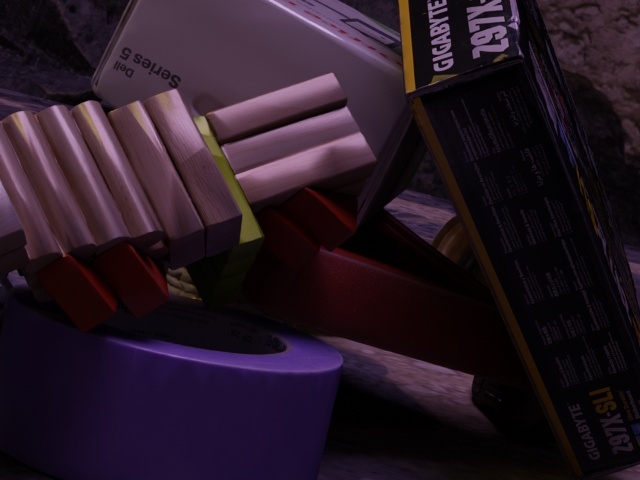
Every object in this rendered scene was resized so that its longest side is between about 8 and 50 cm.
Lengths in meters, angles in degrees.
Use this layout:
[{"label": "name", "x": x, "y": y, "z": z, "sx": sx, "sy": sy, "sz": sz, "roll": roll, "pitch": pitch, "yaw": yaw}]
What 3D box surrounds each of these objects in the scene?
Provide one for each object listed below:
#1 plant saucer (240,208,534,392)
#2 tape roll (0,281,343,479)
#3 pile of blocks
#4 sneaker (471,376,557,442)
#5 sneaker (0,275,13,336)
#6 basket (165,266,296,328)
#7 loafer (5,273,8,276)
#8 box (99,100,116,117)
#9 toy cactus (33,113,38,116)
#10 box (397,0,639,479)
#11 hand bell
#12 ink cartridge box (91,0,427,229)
[{"label": "plant saucer", "x": 0.000, "y": 0.000, "z": 1.239, "sx": 0.258, "sy": 0.048, "sz": 0.259, "roll": 19, "pitch": 13, "yaw": -40}, {"label": "tape roll", "x": -0.087, "y": 0.083, "z": 1.011, "sx": 0.189, "sy": 0.080, "sz": 0.189, "roll": 13, "pitch": 7, "yaw": -2}, {"label": "pile of blocks", "x": -0.109, "y": 0.002, "z": 0.976, "sx": 0.362, "sy": 0.149, "sz": 0.113, "roll": -7, "pitch": 62, "yaw": -45}, {"label": "sneaker", "x": 0.163, "y": 0.114, "z": 1.363, "sx": 0.071, "sy": 0.066, "sz": 0.188, "roll": 29, "pitch": 10, "yaw": -8}, {"label": "sneaker", "x": -0.282, "y": 0.015, "z": 1.128, "sx": 0.283, "sy": 0.107, "sz": 0.124, "roll": 16, "pitch": 1, "yaw": 26}, {"label": "basket", "x": -0.094, "y": 0.017, "z": 1.442, "sx": 0.113, "sy": 0.103, "sz": 0.167, "roll": 8, "pitch": 9, "yaw": -41}, {"label": "loafer", "x": -0.285, "y": -0.034, "z": 1.347, "sx": 0.109, "sy": 0.095, "sz": 0.302, "roll": 22, "pitch": -3, "yaw": 10}, {"label": "box", "x": -0.072, "y": -0.031, "z": 1.570, "sx": 0.232, "sy": 0.183, "sz": 0.059, "roll": 16, "pitch": 41, "yaw": 29}, {"label": "toy cactus", "x": -0.231, "y": -0.064, "z": 1.672, "sx": 0.180, "sy": 0.112, "sz": 0.219, "roll": -24, "pitch": 22, "yaw": -6}, {"label": "box", "x": 0.137, "y": -0.045, "z": 1.198, "sx": 0.079, "sy": 0.322, "sz": 0.257, "roll": -17, "pitch": 34, "yaw": 13}, {"label": "hand bell", "x": 0.211, "y": 0.055, "z": 1.840, "sx": 0.126, "sy": 0.126, "sz": 0.242, "roll": 17, "pitch": -5, "yaw": 32}, {"label": "ink cartridge box", "x": -0.019, "y": -0.112, "z": 1.279, "sx": 0.198, "sy": 0.115, "sz": 0.273, "roll": 29, "pitch": 11, "yaw": 5}]
